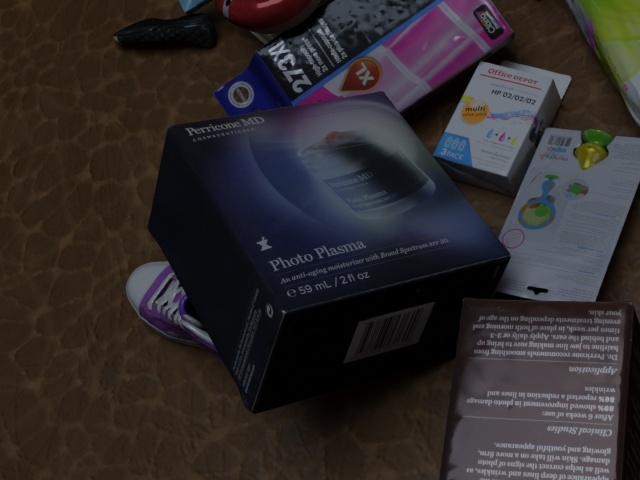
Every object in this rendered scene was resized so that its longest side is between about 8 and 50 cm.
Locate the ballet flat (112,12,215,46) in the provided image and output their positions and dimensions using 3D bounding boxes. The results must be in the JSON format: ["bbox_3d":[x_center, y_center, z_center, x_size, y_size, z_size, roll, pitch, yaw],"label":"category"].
[{"bbox_3d":[-0.233,-0.299,1.850,0.173,0.049,0.057,0,31,29],"label":"ballet flat"}]

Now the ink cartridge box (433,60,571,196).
[{"bbox_3d":[0.229,-0.155,1.573,0.104,0.061,0.181,19,73,29],"label":"ink cartridge box"}]

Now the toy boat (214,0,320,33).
[{"bbox_3d":[-0.063,-0.377,1.575,0.151,0.151,0.231,31,97,42],"label":"toy boat"}]

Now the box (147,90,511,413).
[{"bbox_3d":[0.000,0.000,1.441,0.296,0.182,0.294,-13,51,-29],"label":"box"}]

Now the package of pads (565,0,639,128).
[{"bbox_3d":[0.436,-0.278,1.526,0.229,0.101,0.296,-27,57,8],"label":"package of pads"}]

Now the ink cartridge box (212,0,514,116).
[{"bbox_3d":[0.049,-0.228,1.627,0.371,0.069,0.175,-35,86,11],"label":"ink cartridge box"}]

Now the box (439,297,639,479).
[{"bbox_3d":[0.231,0.258,1.320,0.191,0.143,0.381,1,64,22],"label":"box"}]

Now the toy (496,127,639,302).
[{"bbox_3d":[0.294,-0.022,1.483,0.137,0.056,0.237,11,65,30],"label":"toy"}]

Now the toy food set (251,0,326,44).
[{"bbox_3d":[-0.018,-0.357,1.698,0.306,0.092,0.219,43,98,14],"label":"toy food set"}]

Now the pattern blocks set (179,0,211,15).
[{"bbox_3d":[-0.088,-0.470,1.790,0.325,0.026,0.285,-19,81,15],"label":"pattern blocks set"}]

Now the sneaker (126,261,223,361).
[{"bbox_3d":[-0.155,0.077,1.558,0.282,0.161,0.102,24,77,32],"label":"sneaker"}]
